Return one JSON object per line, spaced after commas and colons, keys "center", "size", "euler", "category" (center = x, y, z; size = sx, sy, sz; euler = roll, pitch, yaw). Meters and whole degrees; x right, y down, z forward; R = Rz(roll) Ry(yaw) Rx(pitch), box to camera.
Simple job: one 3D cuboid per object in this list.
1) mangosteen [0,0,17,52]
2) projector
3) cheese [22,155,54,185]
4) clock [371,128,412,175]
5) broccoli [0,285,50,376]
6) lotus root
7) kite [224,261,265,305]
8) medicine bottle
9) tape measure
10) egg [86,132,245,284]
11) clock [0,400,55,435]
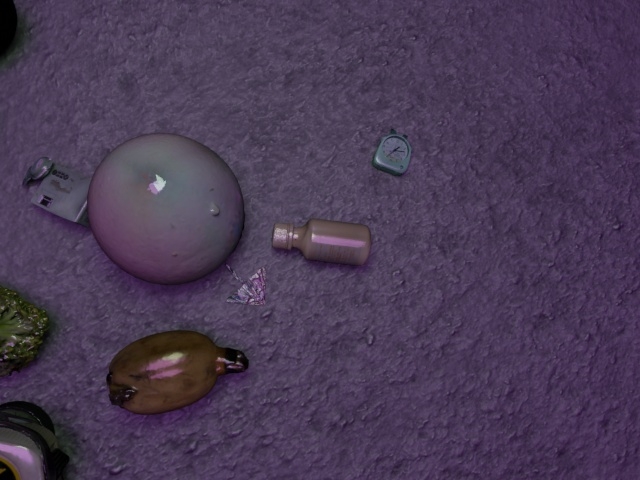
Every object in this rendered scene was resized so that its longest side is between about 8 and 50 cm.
{"center": [-0.901, -0.576, 0.981], "size": [0.288, 0.233, 0.287], "euler": [1, 95, 10], "category": "mangosteen"}
{"center": [-0.620, -0.110, 1.024], "size": [0.147, 0.061, 0.115], "euler": [22, 77, 13], "category": "projector"}
{"center": [-0.702, -0.176, 1.021], "size": [0.121, 0.026, 0.067], "euler": [-12, 59, 28], "category": "cheese"}
{"center": [0.213, -0.260, 1.186], "size": [0.101, 0.041, 0.134], "euler": [22, 79, -4], "category": "clock"}
{"center": [-0.735, 0.168, 0.909], "size": [0.243, 0.272, 0.180], "euler": [22, 46, -6], "category": "broccoli"}
{"center": [-0.327, 0.301, 0.969], "size": [0.311, 0.183, 0.182], "euler": [-9, 83, -11], "category": "lotus root"}
{"center": [-0.200, 0.116, 1.093], "size": [0.156, 0.011, 0.139], "euler": [45, 76, -1], "category": "kite"}
{"center": [0.000, 0.000, 1.082], "size": [0.253, 0.114, 0.113], "euler": [7, 81, -7], "category": "medicine bottle"}
{"center": [-0.655, 0.497, 0.877], "size": [0.272, 0.133, 0.231], "euler": [17, 87, -9], "category": "tape measure"}
{"center": [-0.352, -0.081, 0.934], "size": [0.356, 0.340, 0.353], "euler": [1, 80, -7], "category": "egg"}
{"center": [-0.722, 0.471, 0.953], "size": [0.185, 0.040, 0.184], "euler": [1, 82, -8], "category": "clock"}
